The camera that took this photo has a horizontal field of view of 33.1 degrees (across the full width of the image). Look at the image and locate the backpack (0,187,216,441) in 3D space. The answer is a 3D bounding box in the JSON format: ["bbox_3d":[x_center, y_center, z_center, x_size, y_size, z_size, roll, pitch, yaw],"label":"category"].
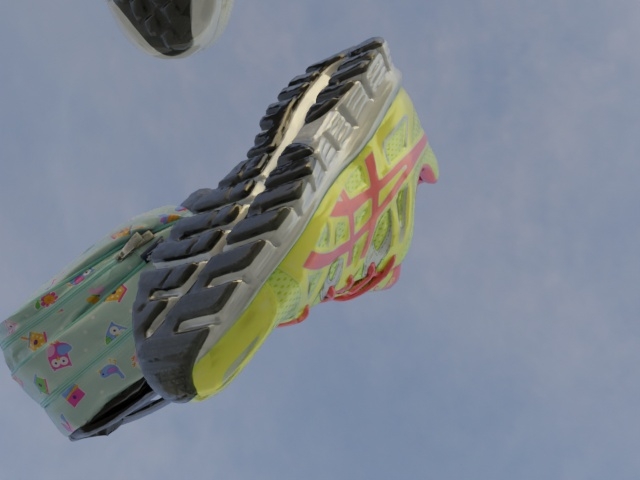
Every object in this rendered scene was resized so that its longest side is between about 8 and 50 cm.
[{"bbox_3d":[-0.120,0.049,0.722,0.182,0.152,0.115,-39,-95,-15],"label":"backpack"}]

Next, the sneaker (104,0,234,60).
[{"bbox_3d":[-0.067,-0.234,0.621,0.118,0.110,0.292,18,-119,-48],"label":"sneaker"}]

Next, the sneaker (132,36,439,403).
[{"bbox_3d":[0.000,0.000,0.480,0.094,0.081,0.208,53,-129,-24],"label":"sneaker"}]
